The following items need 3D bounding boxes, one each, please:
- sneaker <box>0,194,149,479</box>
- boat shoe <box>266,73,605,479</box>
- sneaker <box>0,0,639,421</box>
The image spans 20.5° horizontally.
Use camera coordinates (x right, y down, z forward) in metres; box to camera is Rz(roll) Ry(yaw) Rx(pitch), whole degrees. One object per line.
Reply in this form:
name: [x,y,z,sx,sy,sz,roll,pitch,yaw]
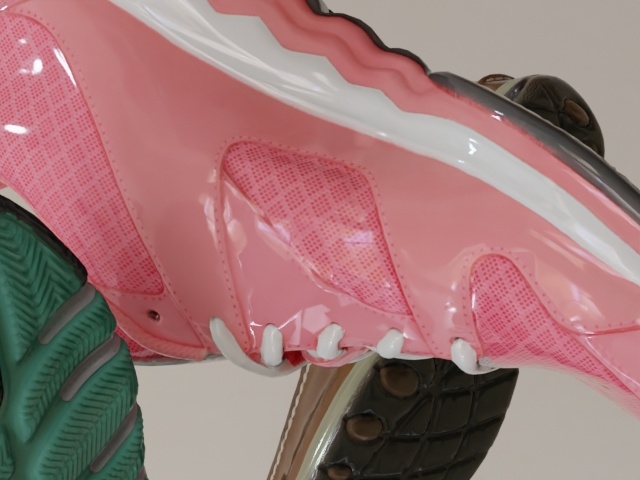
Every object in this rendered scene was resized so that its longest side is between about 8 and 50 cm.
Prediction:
sneaker: [-0.098,0.082,0.520,0.083,0.098,0.223,-47,-49,-40]
boat shoe: [0.054,0.044,1.071,0.120,0.122,0.324,19,76,49]
sneaker: [0.000,0.000,0.578,0.136,0.314,0.116,-58,-19,3]
